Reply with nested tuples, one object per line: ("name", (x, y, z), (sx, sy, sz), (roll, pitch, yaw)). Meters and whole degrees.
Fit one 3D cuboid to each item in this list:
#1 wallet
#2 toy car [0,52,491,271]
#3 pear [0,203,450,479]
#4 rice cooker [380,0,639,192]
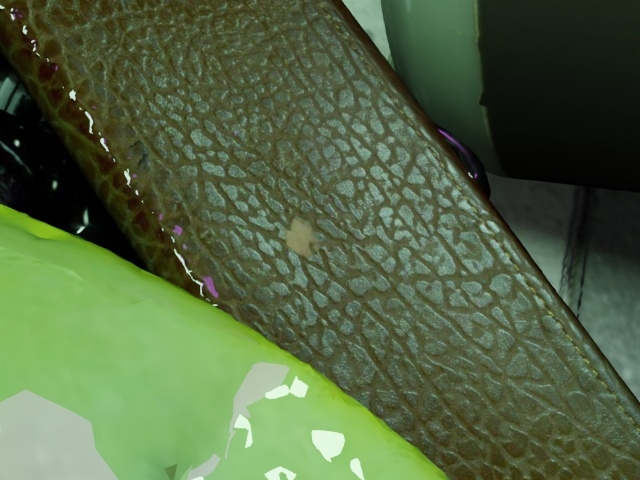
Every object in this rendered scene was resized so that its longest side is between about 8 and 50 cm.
("wallet", (0.000, 0.000, 0.600), (0.133, 0.039, 0.243), (-23, 72, -39))
("toy car", (-0.066, -0.009, 0.667), (0.301, 0.118, 0.193), (33, 46, -10))
("pear", (-0.131, 0.127, 0.475), (0.342, 0.238, 0.318), (-17, 58, -17))
("rice cooker", (0.206, -0.170, 0.743), (0.325, 0.335, 0.335), (8, 49, 16))
